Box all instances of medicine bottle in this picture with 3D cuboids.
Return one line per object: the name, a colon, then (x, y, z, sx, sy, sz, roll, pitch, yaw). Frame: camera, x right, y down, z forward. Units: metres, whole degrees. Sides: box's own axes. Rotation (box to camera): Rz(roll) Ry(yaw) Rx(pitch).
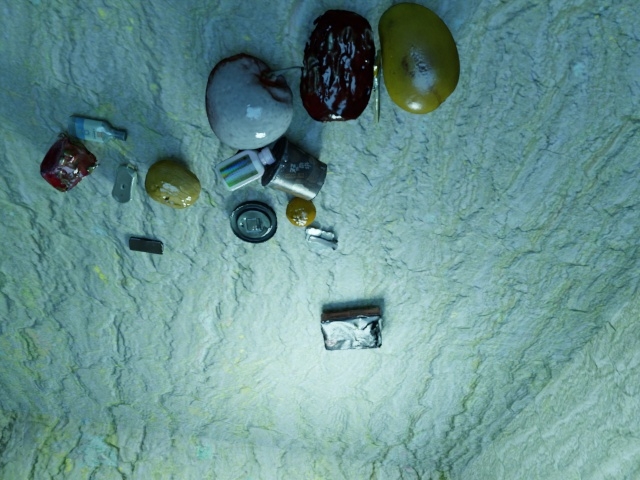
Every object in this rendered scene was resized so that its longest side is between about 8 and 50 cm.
medicine bottle: (-0.869, -0.428, 1.725, 0.209, 0.053, 0.090, 9, 125, -8)
medicine bottle: (-0.280, -0.283, 1.684, 0.219, 0.078, 0.115, -24, 106, 8)

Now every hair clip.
hair clip: (0.000, 0.000, 2.059, 0.172, 0.049, 0.116, 16, 119, -10)

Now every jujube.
jujube: (0.060, -0.582, 1.528, 0.259, 0.258, 0.376, 6, 127, -6)

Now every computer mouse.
computer mouse: (-0.821, -0.243, 1.858, 0.089, 0.056, 0.181, 17, 117, -11)

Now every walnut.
walnut: (-0.603, -0.224, 1.804, 0.226, 0.193, 0.193, 34, 118, -26)

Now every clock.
clock: (-0.300, -0.082, 1.995, 0.215, 0.042, 0.214, -1, 126, -1)

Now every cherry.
cherry: (-0.250, -0.472, 1.567, 0.327, 0.291, 0.334, 28, 126, 17)

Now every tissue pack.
tissue pack: (0.168, 0.475, 2.357, 0.333, 0.123, 0.244, -6, 128, 2)

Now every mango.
mango: (0.332, -0.623, 1.519, 0.264, 0.221, 0.378, -20, 115, 20)

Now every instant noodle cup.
instant noodle cup: (-0.102, -0.275, 1.769, 0.208, 0.217, 0.217, 23, 122, -25)

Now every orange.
orange: (-0.085, -0.121, 1.927, 0.136, 0.117, 0.135, -1, 133, -1)

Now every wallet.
wallet: (-0.818, 0.027, 2.074, 0.157, 0.018, 0.082, 8, 126, -7)

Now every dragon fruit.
dragon fruit: (-0.983, -0.307, 1.710, 0.282, 0.210, 0.147, -5, 143, 38)

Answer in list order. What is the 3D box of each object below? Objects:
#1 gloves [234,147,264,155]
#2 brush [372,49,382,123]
gloves: (-0.312, -0.328, 1.776, 0.181, 0.129, 0.106, -22, 114, 7)
brush: (0.206, -0.533, 1.587, 0.020, 0.085, 0.336, 11, 161, 11)
